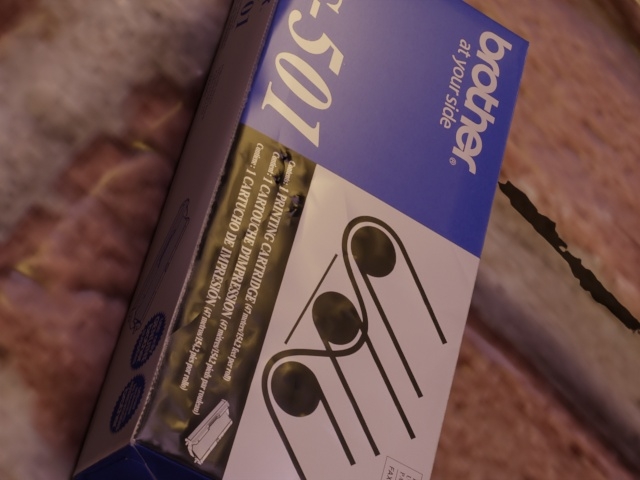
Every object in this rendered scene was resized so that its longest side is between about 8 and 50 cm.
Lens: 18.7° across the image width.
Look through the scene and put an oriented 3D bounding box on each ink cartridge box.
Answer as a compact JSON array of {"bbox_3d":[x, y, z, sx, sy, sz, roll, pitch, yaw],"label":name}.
[{"bbox_3d":[0.000,0.000,0.623,0.097,0.046,0.207,29,56,-21],"label":"ink cartridge box"}]
